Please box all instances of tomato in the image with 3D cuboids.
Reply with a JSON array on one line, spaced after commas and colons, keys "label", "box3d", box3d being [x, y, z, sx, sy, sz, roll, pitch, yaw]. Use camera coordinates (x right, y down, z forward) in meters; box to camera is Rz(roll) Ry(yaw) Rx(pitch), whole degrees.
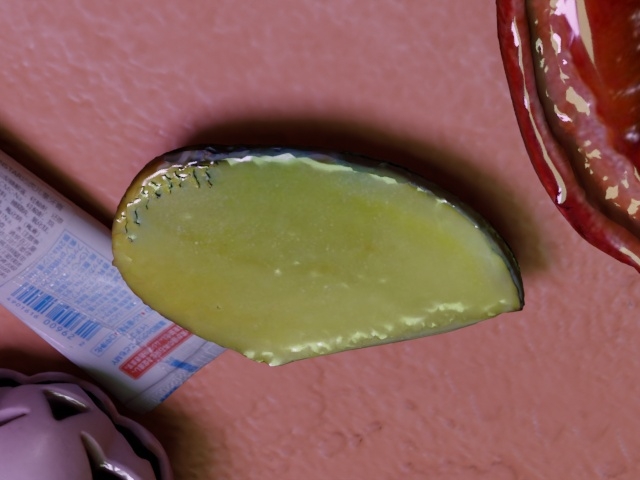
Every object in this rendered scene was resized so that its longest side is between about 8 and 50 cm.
[{"label": "tomato", "box3d": [0.177, -0.100, 0.789, 0.228, 0.101, 0.228, -1, 112, -1]}]

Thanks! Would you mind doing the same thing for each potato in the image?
[{"label": "potato", "box3d": [0.000, 0.000, 0.911, 0.198, 0.054, 0.119, 0, 119, 7]}]

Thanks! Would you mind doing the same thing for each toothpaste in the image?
[{"label": "toothpaste", "box3d": [-0.150, 0.003, 0.948, 0.234, 0.057, 0.089, 40, 122, -19]}]

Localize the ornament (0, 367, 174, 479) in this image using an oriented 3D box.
[{"label": "ornament", "box3d": [-0.162, 0.159, 0.972, 0.178, 0.177, 0.177, 5, 120, 9]}]
